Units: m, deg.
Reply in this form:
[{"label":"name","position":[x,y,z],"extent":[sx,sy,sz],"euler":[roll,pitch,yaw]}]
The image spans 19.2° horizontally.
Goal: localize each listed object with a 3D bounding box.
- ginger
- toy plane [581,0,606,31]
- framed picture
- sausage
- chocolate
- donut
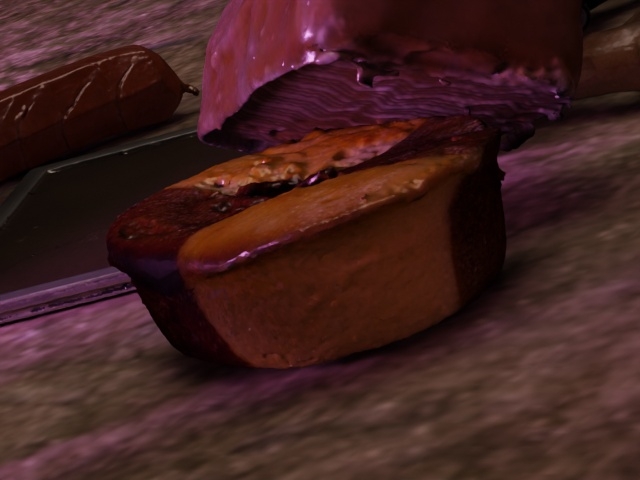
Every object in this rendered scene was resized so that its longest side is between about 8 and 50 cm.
[{"label":"ginger","position":[0.230,-0.144,1.060],"extent":[0.259,0.065,0.149],"euler":[-37,27,-28]},{"label":"toy plane","position":[0.177,-0.174,1.239],"extent":[0.189,0.061,0.130],"euler":[-17,15,-13]},{"label":"framed picture","position":[-0.097,-0.020,1.085],"extent":[0.231,0.018,0.293],"euler":[-14,16,11]},{"label":"sausage","position":[-0.172,-0.093,1.328],"extent":[0.169,0.065,0.065],"euler":[-23,17,-14]},{"label":"chocolate","position":[0.029,-0.096,0.925],"extent":[0.148,0.093,0.214],"euler":[9,-9,-17]},{"label":"donut","position":[0.000,0.000,0.818],"extent":[0.184,0.073,0.166],"euler":[-5,21,39]}]
